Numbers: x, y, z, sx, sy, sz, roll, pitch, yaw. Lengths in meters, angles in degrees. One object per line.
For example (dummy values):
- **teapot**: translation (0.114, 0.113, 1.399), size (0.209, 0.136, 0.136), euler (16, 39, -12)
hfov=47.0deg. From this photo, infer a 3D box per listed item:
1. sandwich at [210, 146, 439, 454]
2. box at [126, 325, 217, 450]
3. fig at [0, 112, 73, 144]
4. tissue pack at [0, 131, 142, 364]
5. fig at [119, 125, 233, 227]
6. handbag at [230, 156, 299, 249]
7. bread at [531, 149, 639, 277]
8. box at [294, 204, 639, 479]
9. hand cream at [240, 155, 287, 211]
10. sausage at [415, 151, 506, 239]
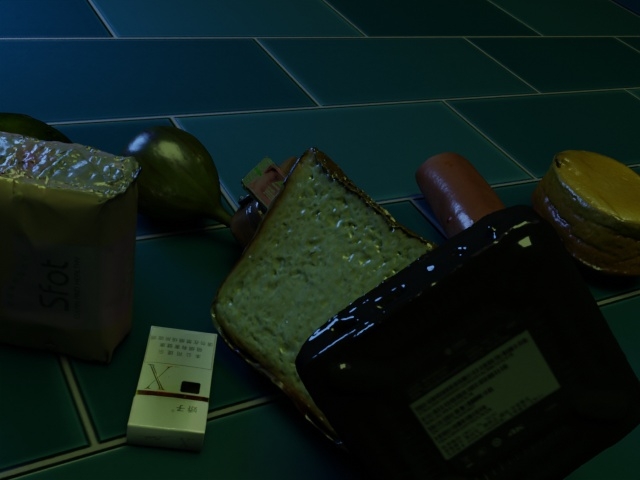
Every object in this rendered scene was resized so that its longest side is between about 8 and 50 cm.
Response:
- **sandwich**: translation (0.033, 0.079, 0.878), size (0.301, 0.271, 0.099), euler (38, 12, 26)
- **box**: translation (-0.170, 0.169, 0.856), size (0.084, 0.040, 0.154), euler (10, 35, -9)
- **fig**: translation (-0.417, -0.080, 1.002), size (0.195, 0.195, 0.245), euler (9, 2, -10)
- **tissue pack**: translation (-0.318, 0.008, 0.830), size (0.215, 0.256, 0.123), euler (12, 39, -3)
- **fig**: translation (-0.193, -0.056, 1.103), size (0.259, 0.151, 0.151), euler (47, 42, 4)
- **handbag**: translation (-0.048, -0.036, 1.096), size (0.151, 0.072, 0.193), euler (50, 37, -12)
- **bread**: translation (0.493, -0.049, 1.307), size (0.195, 0.142, 0.269), euler (-1, 37, -18)
- **box**: translation (0.158, 0.147, 0.744), size (0.290, 0.289, 0.073), euler (-33, 17, 0)
- **hand cream**: translation (0.001, -0.001, 1.032), size (0.275, 0.050, 0.079), euler (46, 11, -6)
- **sausage**: translation (0.254, -0.047, 1.246), size (0.114, 0.113, 0.259), euler (1, 38, -20)
